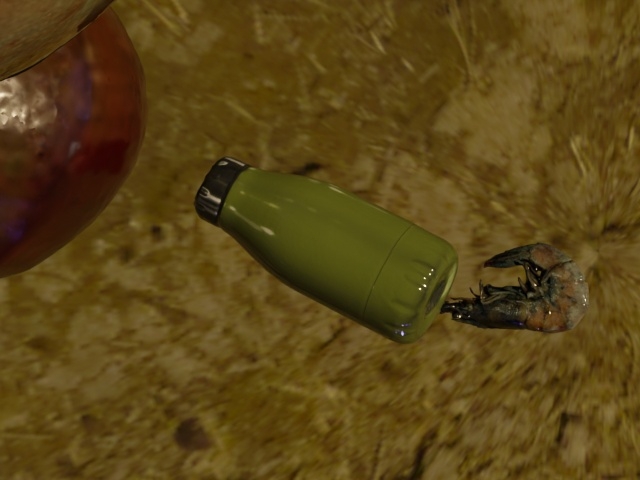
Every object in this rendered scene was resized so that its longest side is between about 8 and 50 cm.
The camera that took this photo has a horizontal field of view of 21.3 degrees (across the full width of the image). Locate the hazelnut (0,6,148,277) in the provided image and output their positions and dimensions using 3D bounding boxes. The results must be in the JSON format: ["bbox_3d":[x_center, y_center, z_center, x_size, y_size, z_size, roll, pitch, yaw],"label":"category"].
[{"bbox_3d":[-0.368,-0.150,1.627,0.421,0.421,0.352,10,105,9],"label":"hazelnut"}]

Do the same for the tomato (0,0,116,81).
[{"bbox_3d":[-0.170,-0.171,0.698,0.270,0.270,0.222,-24,103,8],"label":"tomato"}]

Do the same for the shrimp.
[{"bbox_3d":[0.192,0.049,1.706,0.161,0.034,0.091,-4,83,27],"label":"shrimp"}]

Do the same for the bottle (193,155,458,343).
[{"bbox_3d":[0.000,0.000,1.664,0.260,0.112,0.112,27,94,15],"label":"bottle"}]
